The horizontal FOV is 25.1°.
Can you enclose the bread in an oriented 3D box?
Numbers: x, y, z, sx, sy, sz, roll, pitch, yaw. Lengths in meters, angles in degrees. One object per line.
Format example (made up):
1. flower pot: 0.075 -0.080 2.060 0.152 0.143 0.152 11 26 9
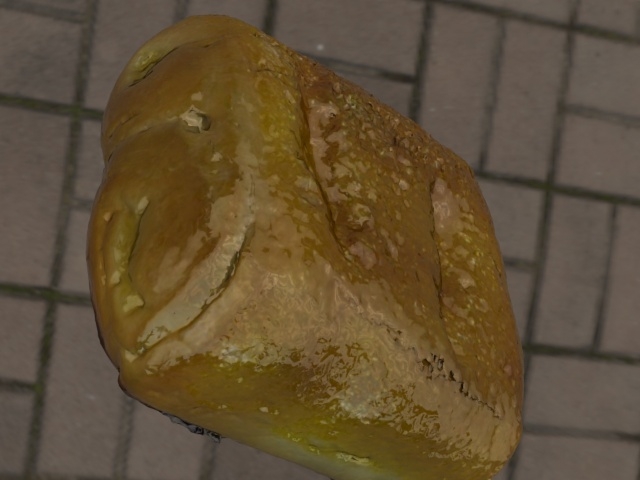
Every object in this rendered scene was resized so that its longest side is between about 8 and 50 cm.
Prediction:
1. bread: 0.006 -0.004 1.009 0.337 0.148 0.328 30 41 -32
